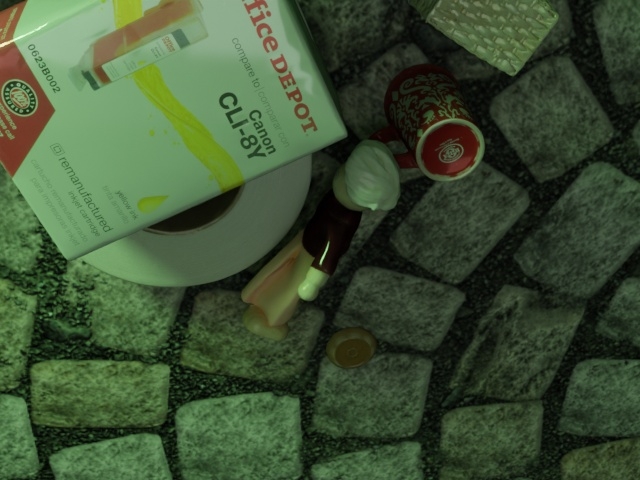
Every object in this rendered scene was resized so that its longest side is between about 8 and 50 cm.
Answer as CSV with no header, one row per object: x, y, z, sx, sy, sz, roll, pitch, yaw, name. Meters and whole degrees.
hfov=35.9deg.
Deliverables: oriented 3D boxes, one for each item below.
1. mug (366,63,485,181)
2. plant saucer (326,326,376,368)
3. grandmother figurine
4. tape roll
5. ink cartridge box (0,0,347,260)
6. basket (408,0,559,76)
0.147,-0.141,1.335,0.113,0.169,0.150,24,113,-21,mug
0.051,0.178,1.594,0.083,0.015,0.083,-4,120,-7,plant saucer
0.000,0.000,1.357,0.104,0.208,0.342,22,129,-18,grandmother figurine
-0.205,-0.115,1.357,0.391,0.072,0.392,-4,121,-6,tape roll
-0.196,-0.189,1.181,0.384,0.160,0.279,-24,119,5,ink cartridge box
0.214,-0.306,1.288,0.167,0.103,0.113,27,114,-22,basket
